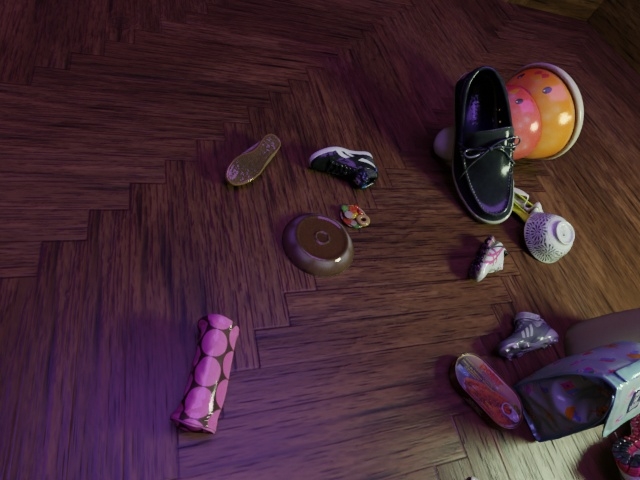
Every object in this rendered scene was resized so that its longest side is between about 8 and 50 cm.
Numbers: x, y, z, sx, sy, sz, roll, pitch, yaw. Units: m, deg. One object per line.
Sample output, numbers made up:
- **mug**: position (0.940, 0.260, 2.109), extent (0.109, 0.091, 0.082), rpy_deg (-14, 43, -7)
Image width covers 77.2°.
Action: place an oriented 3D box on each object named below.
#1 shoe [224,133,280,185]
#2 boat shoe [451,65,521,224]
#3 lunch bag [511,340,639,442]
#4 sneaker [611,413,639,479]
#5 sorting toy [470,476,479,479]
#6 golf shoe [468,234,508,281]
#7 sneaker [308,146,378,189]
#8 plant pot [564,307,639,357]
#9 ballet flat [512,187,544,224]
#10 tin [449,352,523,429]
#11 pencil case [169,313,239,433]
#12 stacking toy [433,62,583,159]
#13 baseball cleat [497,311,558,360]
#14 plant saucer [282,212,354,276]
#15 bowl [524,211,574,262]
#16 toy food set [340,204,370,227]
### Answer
- **shoe**: position (-0.190, -0.217, 1.122), extent (0.076, 0.058, 0.219), rpy_deg (47, 56, -10)
- **boat shoe**: position (0.513, -0.299, 1.257), extent (0.186, 0.156, 0.500), rpy_deg (-5, 91, 5)
- **lunch bag**: position (0.607, 0.331, 0.895), extent (0.223, 0.262, 0.160), rpy_deg (-9, 60, -26)
- **sneaker**: position (0.793, 0.503, 0.953), extent (0.299, 0.121, 0.112), rpy_deg (-14, 91, -28)
- **sorting toy**: position (0.325, 0.521, 0.806), extent (0.083, 0.045, 0.075), rpy_deg (-29, 51, -34)
- **golf shoe**: position (0.495, 0.061, 1.165), extent (0.086, 0.067, 0.186), rpy_deg (40, 52, 7)
- **sneaker**: position (0.081, -0.209, 1.193), extent (0.216, 0.079, 0.121), rpy_deg (-5, 57, -25)
- **plant pot**: position (0.831, 0.273, 1.011), extent (0.256, 0.274, 0.257), rpy_deg (10, 53, -14)
- **ballet flat**: position (0.690, -0.113, 1.352), extent (0.231, 0.077, 0.077), rpy_deg (42, 52, 10)
- **tin**: position (0.387, 0.353, 0.943), extent (0.106, 0.040, 0.190), rpy_deg (-34, 73, -31)
- **pencil case**: position (-0.218, 0.251, 0.759), extent (0.095, 0.098, 0.209), rpy_deg (51, 36, -42)
- **stacking toy**: position (0.621, -0.393, 1.426), extent (0.479, 0.351, 0.351), rpy_deg (-22, 66, -13)
- **baseball cleat**: position (0.525, 0.248, 1.058), extent (0.205, 0.072, 0.109), rpy_deg (0, 43, -26)
- **plant saucer**: position (0.000, 0.000, 1.047), extent (0.198, 0.036, 0.199), rpy_deg (9, 54, -13)
- **bowl**: position (0.740, -0.017, 1.266), extent (0.170, 0.080, 0.170), rpy_deg (4, 78, -19)
- **toy food set**: position (0.095, -0.069, 1.138), extent (0.082, 0.020, 0.083), rpy_deg (-11, 62, -26)
